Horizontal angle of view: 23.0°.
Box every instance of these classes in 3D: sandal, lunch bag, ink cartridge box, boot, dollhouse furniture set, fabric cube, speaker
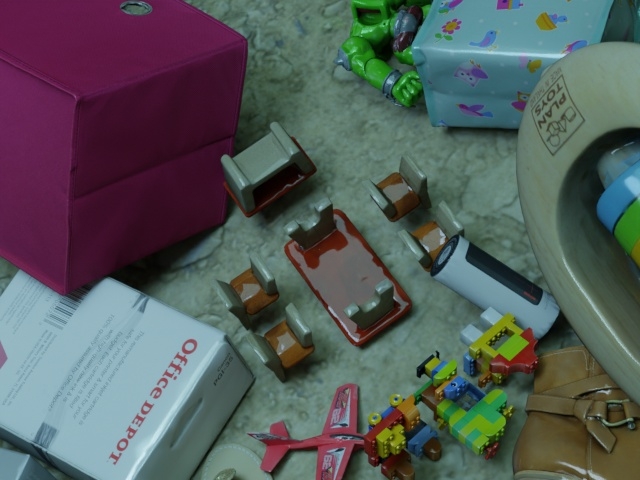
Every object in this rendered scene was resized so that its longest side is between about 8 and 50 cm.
[{"bbox_3d":[-0.092,0.306,1.640,0.088,0.079,0.240,-13,58,10],"label":"sandal"},{"bbox_3d":[0.251,-0.258,1.817,0.223,0.160,0.262,7,52,25],"label":"lunch bag"},{"bbox_3d":[-0.248,0.159,1.752,0.283,0.117,0.207,23,70,28],"label":"ink cartridge box"},{"bbox_3d":[0.332,0.209,1.563,0.284,0.109,0.220,-5,55,23],"label":"boot"},{"bbox_3d":[0.000,0.000,1.785,0.262,0.135,0.259,-34,68,-4],"label":"dollhouse furniture set"},{"bbox_3d":[-0.271,-0.136,1.790,0.254,0.259,0.258,31,37,30],"label":"fabric cube"},{"bbox_3d":[0.187,0.051,1.675,0.136,0.055,0.055,33,71,-9],"label":"speaker"}]

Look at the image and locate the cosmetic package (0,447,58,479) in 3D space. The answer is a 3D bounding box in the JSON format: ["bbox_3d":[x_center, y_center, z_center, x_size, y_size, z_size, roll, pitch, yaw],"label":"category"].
[{"bbox_3d":[-0.409,0.273,1.733,0.238,0.127,0.107,10,64,20],"label":"cosmetic package"}]

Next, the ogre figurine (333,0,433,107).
[{"bbox_3d":[0.095,-0.252,1.898,0.118,0.097,0.197,17,78,13],"label":"ogre figurine"}]

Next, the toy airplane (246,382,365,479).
[{"bbox_3d":[-0.005,0.219,1.691,0.151,0.028,0.151,-7,44,7],"label":"toy airplane"}]

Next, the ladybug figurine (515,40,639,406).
[{"bbox_3d":[0.360,-0.006,1.507,0.162,0.305,0.449,-10,60,-41],"label":"ladybug figurine"}]

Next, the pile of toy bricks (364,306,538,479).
[{"bbox_3d":[0.147,0.181,1.623,0.212,0.118,0.105,-39,58,-24],"label":"pile of toy bricks"}]
